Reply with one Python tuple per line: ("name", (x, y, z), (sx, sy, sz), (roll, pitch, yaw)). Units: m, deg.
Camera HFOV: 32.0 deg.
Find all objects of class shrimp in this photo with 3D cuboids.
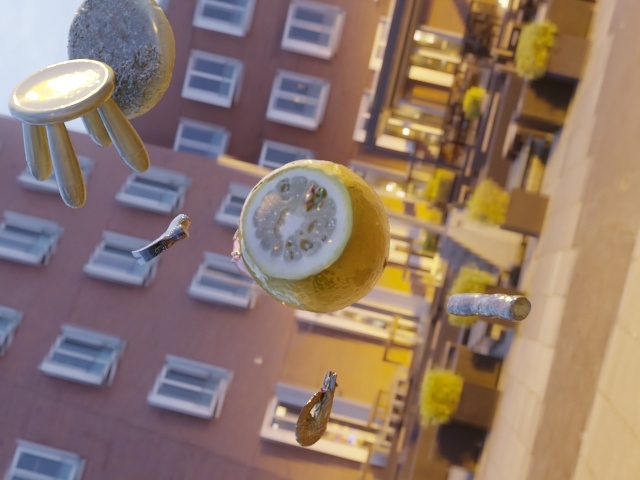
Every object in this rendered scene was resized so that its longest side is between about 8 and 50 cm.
("shrimp", (-0.010, 0.373, 2.479), (0.099, 0.041, 0.180), (28, -97, -45))

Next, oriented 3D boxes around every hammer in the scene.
("hammer", (-0.334, -0.012, 2.468), (0.037, 0.137, 0.290), (58, -172, -9))

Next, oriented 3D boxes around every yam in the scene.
("yam", (0.367, 0.144, 2.445), (0.253, 0.061, 0.061), (-2, 72, 64))

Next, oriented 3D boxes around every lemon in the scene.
("lemon", (0.000, 0.000, 1.768), (0.219, 0.240, 0.241), (38, -116, -62))

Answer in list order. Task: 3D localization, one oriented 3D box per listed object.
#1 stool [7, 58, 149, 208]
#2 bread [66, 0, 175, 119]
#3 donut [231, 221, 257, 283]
("stool", (-0.441, -0.197, 2.015), (0.195, 0.195, 0.199), (-32, -51, -25))
("bread", (-0.386, -0.358, 2.109), (0.040, 0.267, 0.267), (-9, -65, -58))
("donut", (-0.098, -0.032, 2.187), (0.233, 0.085, 0.199), (-59, 20, 5))
